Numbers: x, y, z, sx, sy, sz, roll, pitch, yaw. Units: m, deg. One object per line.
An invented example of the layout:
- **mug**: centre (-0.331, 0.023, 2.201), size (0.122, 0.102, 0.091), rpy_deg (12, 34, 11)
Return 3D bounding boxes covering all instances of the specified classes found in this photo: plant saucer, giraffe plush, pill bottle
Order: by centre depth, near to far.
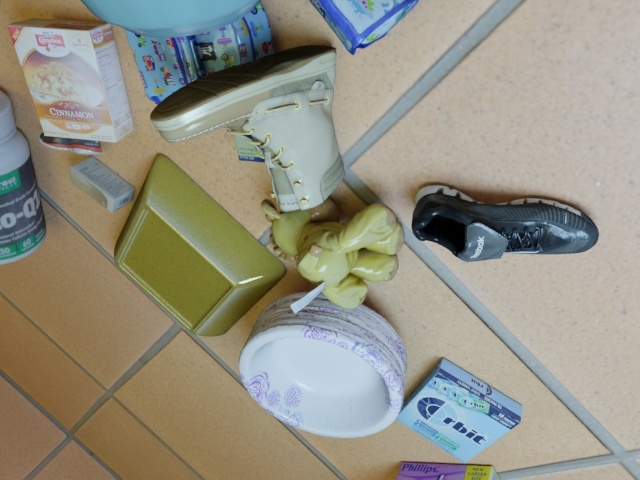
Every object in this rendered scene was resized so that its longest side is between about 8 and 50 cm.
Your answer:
- **giraffe plush**: centre (0.000, 0.000, 0.717), size (0.170, 0.210, 0.181), rpy_deg (44, 146, 39)
- **plant saucer**: centre (-0.282, 0.048, 0.957), size (0.333, 0.081, 0.333), rpy_deg (43, 133, -3)
- **pill bottle**: centre (-0.735, -0.136, 1.009), size (0.204, 0.204, 0.361), rpy_deg (27, 132, 12)

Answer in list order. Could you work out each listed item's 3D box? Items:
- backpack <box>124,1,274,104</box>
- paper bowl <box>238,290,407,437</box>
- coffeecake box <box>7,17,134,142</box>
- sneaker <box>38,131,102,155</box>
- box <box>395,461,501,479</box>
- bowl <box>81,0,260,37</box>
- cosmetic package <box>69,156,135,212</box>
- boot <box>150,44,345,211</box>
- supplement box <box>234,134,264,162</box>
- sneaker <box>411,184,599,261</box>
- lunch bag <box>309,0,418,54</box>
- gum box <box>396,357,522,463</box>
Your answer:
- **backpack**: centre (-0.156, -0.263, 0.639), size (0.173, 0.117, 0.158), rpy_deg (10, 125, 24)
- **paper bowl**: centre (0.011, 0.208, 0.829), size (0.285, 0.148, 0.284), rpy_deg (8, 127, 10)
- **coffeecake box**: centre (-0.418, -0.272, 0.798), size (0.143, 0.068, 0.185), rpy_deg (7, 126, 8)
- **sneaker**: centre (-0.493, -0.210, 0.928), size (0.158, 0.061, 0.064), rpy_deg (13, 100, 21)
- **box**: centre (0.238, 0.577, 0.910), size (0.214, 0.243, 0.117), rpy_deg (-19, 110, 39)
- **bowl**: centre (-0.162, -0.335, 0.495), size (0.312, 0.311, 0.163), rpy_deg (18, 144, 19)
- **cosmetic package**: centre (-0.446, -0.114, 0.951), size (0.115, 0.060, 0.041), rpy_deg (38, 133, 4)
- **boot**: centre (-0.070, -0.119, 0.598), size (0.095, 0.262, 0.203), rpy_deg (22, 134, 37)
- **supplement box**: centre (-0.082, -0.166, 0.703), size (0.083, 0.056, 0.083), rpy_deg (9, 125, 25)
- **sneaker**: centre (0.223, -0.009, 0.600), size (0.235, 0.106, 0.078), rpy_deg (13, 128, 22)
- **lunch bag**: centre (0.031, -0.276, 0.495), size (0.129, 0.151, 0.096), rpy_deg (49, 131, -9)
- **gum box**: centre (0.247, 0.318, 0.859), size (0.157, 0.041, 0.184), rpy_deg (31, 133, 9)
